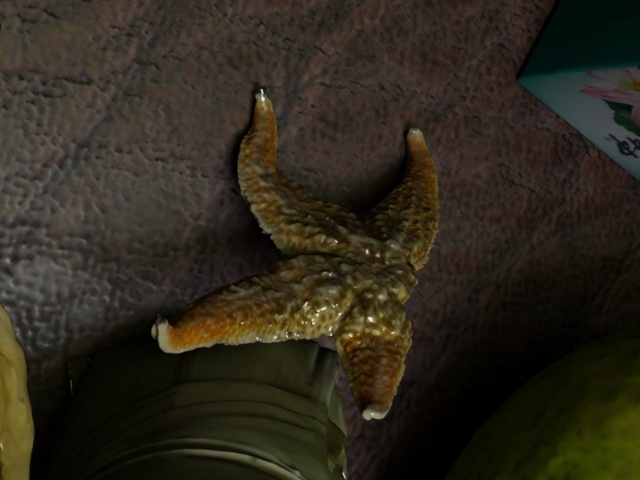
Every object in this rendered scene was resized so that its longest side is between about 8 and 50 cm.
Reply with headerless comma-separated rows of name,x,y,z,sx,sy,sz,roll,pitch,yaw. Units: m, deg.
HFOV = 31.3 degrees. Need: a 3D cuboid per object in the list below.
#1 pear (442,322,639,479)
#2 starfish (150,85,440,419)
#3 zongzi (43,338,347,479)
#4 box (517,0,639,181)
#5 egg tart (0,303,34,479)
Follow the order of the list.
pear,0.234,0.219,0.656,0.391,0.391,0.391,-1,93,-26
starfish,-0.002,0.001,0.650,0.138,0.050,0.247,26,39,-9
zongzi,-0.033,0.292,0.531,0.181,0.418,0.447,-13,100,1
box,0.259,-0.100,0.704,0.153,0.245,0.092,33,79,-23
egg tart,-0.306,0.092,0.440,0.388,0.169,0.388,10,52,-13
